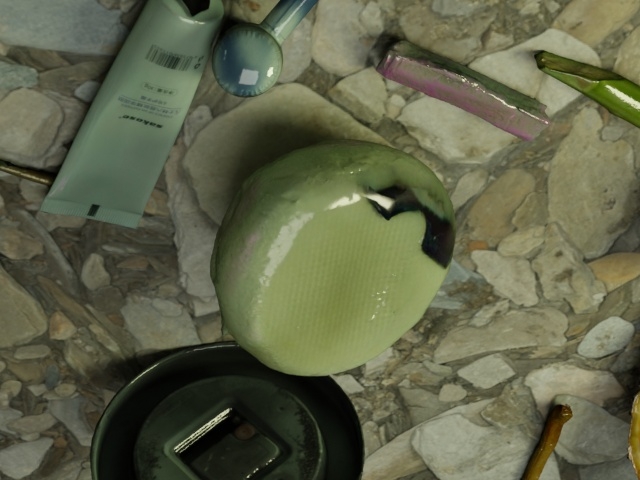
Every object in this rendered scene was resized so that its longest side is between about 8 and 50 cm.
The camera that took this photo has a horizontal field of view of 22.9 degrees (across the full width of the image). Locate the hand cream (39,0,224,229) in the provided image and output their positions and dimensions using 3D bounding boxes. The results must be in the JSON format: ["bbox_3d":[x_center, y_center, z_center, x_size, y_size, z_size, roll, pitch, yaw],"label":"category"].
[{"bbox_3d":[-0.184,-0.128,1.594,0.109,0.067,0.320,10,131,-25],"label":"hand cream"}]

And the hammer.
[{"bbox_3d":[-0.030,-0.223,1.522,0.069,0.116,0.194,40,98,-7],"label":"hammer"}]

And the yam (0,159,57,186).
[{"bbox_3d":[-0.298,-0.068,1.662,0.107,0.014,0.014,17,127,-22],"label":"yam"}]

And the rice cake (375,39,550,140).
[{"bbox_3d":[0.149,-0.156,1.637,0.207,0.036,0.047,22,129,-27],"label":"rice cake"}]

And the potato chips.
[{"bbox_3d":[0.290,0.274,2.045,0.026,0.037,0.204,11,135,-5],"label":"potato chips"}]

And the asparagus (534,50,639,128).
[{"bbox_3d":[0.301,-0.159,1.655,0.178,0.041,0.045,25,168,-27],"label":"asparagus"}]

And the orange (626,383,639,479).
[{"bbox_3d":[0.509,0.218,1.883,0.274,0.274,0.310,-15,140,5],"label":"orange"}]

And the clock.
[{"bbox_3d":[-0.103,0.250,1.782,0.313,0.312,0.061,-6,138,-4],"label":"clock"}]

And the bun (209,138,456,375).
[{"bbox_3d":[0.000,0.000,1.673,0.283,0.179,0.283,-19,133,-21],"label":"bun"}]
